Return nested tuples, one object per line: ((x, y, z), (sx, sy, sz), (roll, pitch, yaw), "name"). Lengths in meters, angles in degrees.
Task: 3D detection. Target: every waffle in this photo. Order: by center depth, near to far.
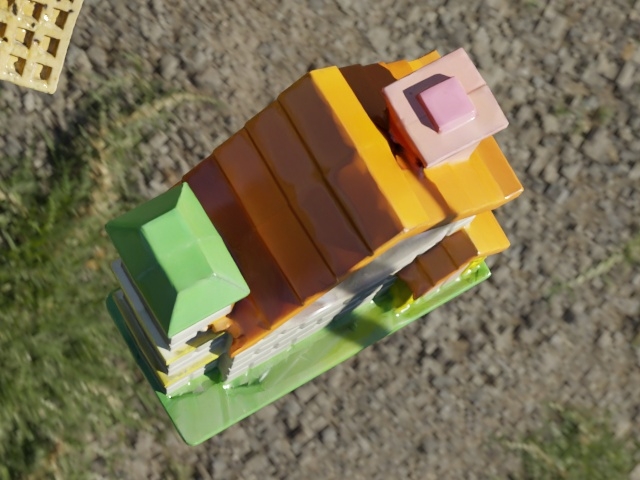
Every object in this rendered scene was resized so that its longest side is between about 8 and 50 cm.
((-0.225, -0.192, 1.074), (0.102, 0.042, 0.148), (15, 108, -26), "waffle")

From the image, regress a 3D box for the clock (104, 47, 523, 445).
((0.000, 0.000, 0.769), (0.220, 0.255, 0.106), (-29, 81, -12), "clock")
